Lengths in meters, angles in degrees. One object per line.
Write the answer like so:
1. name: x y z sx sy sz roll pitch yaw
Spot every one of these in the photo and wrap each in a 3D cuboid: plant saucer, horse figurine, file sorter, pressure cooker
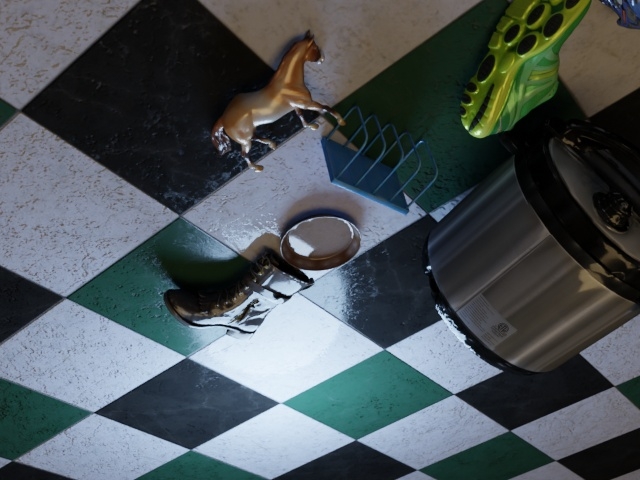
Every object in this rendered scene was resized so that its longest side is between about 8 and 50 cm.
1. plant saucer: 0.000 0.000 1.487 0.168 0.029 0.168 -6 140 -5
2. horse figurine: -0.084 -0.211 1.206 0.263 0.066 0.174 -26 142 15
3. file sorter: 0.105 -0.145 1.277 0.170 0.118 0.104 20 127 -29
4. pressure cooker: 0.442 0.007 1.313 0.370 0.375 0.420 21 132 -26

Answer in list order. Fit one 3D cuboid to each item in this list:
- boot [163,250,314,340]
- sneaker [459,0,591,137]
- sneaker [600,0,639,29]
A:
1. boot: -0.172 0.100 1.540 0.263 0.091 0.229 22 125 -36
2. sneaker: 0.337 -0.294 1.177 0.123 0.109 0.295 -5 143 -34
3. sneaker: 0.444 -0.394 1.080 0.221 0.083 0.087 48 159 -28
